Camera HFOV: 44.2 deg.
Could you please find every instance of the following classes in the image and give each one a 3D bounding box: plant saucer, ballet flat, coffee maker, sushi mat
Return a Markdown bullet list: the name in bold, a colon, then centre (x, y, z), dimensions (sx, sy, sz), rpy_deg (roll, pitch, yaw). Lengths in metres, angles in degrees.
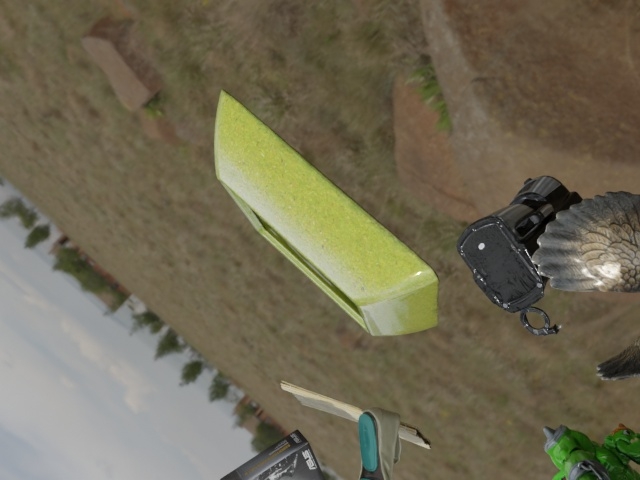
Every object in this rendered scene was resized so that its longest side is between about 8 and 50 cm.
- **plant saucer**: centre (0.000, 0.000, 0.568), dimensions (0.188, 0.045, 0.188), rpy_deg (42, 174, 16)
- **ballet flat**: centre (0.114, 0.434, 1.467), dimensions (0.086, 0.249, 0.086), rpy_deg (4, -177, 0)
- **coffee maker**: centre (0.295, 0.016, 1.082), dimensions (0.120, 0.178, 0.171), rpy_deg (-8, 107, 47)
- **sushi mat**: centre (0.072, 0.361, 1.635), dimensions (0.316, 0.019, 0.151), rpy_deg (13, 160, 28)

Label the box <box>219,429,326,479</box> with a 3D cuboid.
- **box**: centre (-0.073, 0.516, 1.566), dimensions (0.056, 0.183, 0.231), rpy_deg (32, 147, 56)

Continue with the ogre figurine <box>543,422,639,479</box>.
- **ogre figurine**: centre (0.262, 0.226, 0.693), dimensions (0.197, 0.097, 0.118), rpy_deg (15, -158, -25)

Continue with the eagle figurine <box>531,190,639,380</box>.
- **eagle figurine**: centre (0.437, 0.061, 0.931), dimensions (0.298, 0.225, 0.226), rpy_deg (10, 176, -27)
